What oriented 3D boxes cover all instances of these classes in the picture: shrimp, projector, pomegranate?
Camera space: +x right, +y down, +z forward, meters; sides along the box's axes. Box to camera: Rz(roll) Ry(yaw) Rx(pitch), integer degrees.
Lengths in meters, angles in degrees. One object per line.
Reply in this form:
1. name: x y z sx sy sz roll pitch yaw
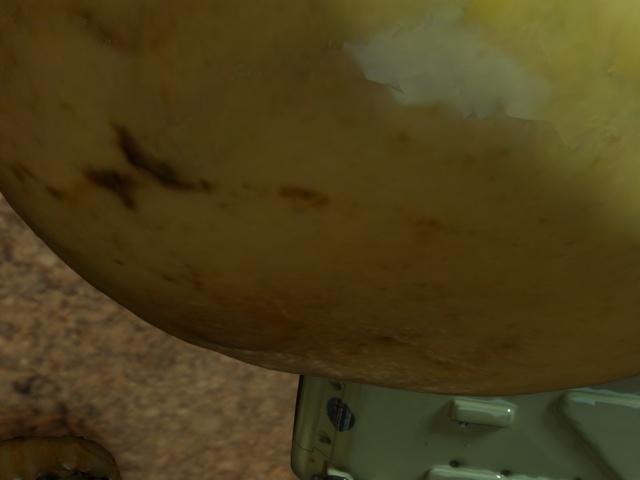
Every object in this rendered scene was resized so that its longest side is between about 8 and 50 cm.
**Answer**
1. shrimp: -0.229 0.188 0.940 0.262 0.066 0.117 -26 132 15
2. projector: 0.129 0.052 0.749 0.269 0.088 0.194 7 124 -2
3. pomegranate: 0.041 -0.099 0.553 0.332 0.333 0.333 -6 133 -6
